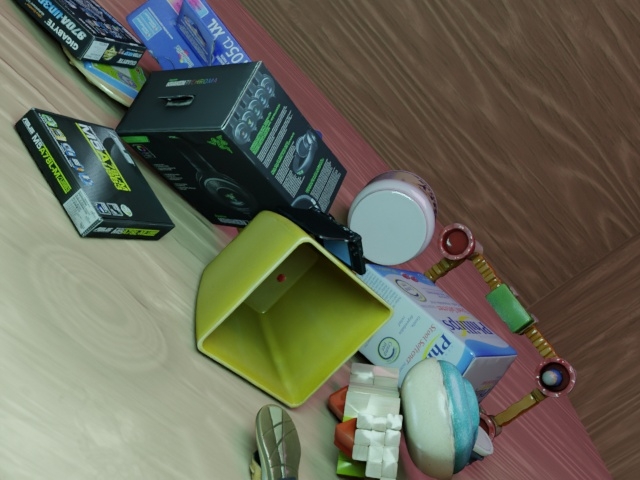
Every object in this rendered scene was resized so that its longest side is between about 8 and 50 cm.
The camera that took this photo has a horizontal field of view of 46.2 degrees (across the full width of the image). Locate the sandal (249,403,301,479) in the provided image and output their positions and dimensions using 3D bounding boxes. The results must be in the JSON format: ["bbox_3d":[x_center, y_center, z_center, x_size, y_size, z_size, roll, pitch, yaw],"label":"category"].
[{"bbox_3d":[-0.057,0.290,0.924,0.072,0.049,0.180,24,46,-48],"label":"sandal"}]

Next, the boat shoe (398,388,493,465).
[{"bbox_3d":[0.229,0.366,1.482,0.255,0.079,0.095,34,26,-24],"label":"boat shoe"}]

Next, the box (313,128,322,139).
[{"bbox_3d":[-0.050,-0.169,1.749,0.137,0.036,0.225,14,62,-35],"label":"box"}]

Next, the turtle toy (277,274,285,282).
[{"bbox_3d":[-0.069,0.048,1.376,0.130,0.066,0.095,47,-7,-26],"label":"turtle toy"}]

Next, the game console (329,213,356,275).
[{"bbox_3d":[0.034,0.035,1.749,0.213,0.044,0.361,43,18,-33],"label":"game console"}]

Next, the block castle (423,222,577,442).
[{"bbox_3d":[0.340,0.218,1.722,0.453,0.303,0.213,57,17,22],"label":"block castle"}]

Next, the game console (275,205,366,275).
[{"bbox_3d":[0.000,0.000,1.104,0.122,0.071,0.107,35,-35,46],"label":"game console"}]

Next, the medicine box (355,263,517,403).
[{"bbox_3d":[0.209,0.194,1.513,0.289,0.149,0.263,40,15,29],"label":"medicine box"}]

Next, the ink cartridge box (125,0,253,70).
[{"bbox_3d":[-0.215,-0.330,1.480,0.270,0.151,0.395,53,2,10],"label":"ink cartridge box"}]

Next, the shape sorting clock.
[{"bbox_3d":[-0.369,-0.291,1.331,0.206,0.040,0.206,36,18,-13],"label":"shape sorting clock"}]

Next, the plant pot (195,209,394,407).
[{"bbox_3d":[-0.059,0.078,1.114,0.212,0.212,0.187,41,8,-35],"label":"plant pot"}]

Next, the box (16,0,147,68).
[{"bbox_3d":[-0.429,-0.392,1.294,0.220,0.051,0.175,42,16,6],"label":"box"}]

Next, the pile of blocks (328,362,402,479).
[{"bbox_3d":[0.062,0.295,1.182,0.362,0.113,0.148,-43,140,-83],"label":"pile of blocks"}]

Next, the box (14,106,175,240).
[{"bbox_3d":[-0.308,-0.087,1.045,0.190,0.045,0.184,56,17,13],"label":"box"}]

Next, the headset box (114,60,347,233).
[{"bbox_3d":[-0.142,-0.146,1.182,0.283,0.246,0.131,49,58,-44],"label":"headset box"}]

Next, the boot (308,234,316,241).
[{"bbox_3d":[-0.023,-0.019,1.465,0.165,0.077,0.213,-113,-174,-50],"label":"boot"}]

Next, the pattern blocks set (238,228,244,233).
[{"bbox_3d":[-0.129,-0.058,1.523,0.325,0.026,0.285,43,18,-29],"label":"pattern blocks set"}]

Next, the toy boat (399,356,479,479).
[{"bbox_3d":[0.216,0.349,1.202,0.267,0.148,0.318,77,5,-70],"label":"toy boat"}]

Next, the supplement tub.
[{"bbox_3d":[0.202,-0.064,2.082,0.235,0.235,0.325,51,15,-3],"label":"supplement tub"}]
